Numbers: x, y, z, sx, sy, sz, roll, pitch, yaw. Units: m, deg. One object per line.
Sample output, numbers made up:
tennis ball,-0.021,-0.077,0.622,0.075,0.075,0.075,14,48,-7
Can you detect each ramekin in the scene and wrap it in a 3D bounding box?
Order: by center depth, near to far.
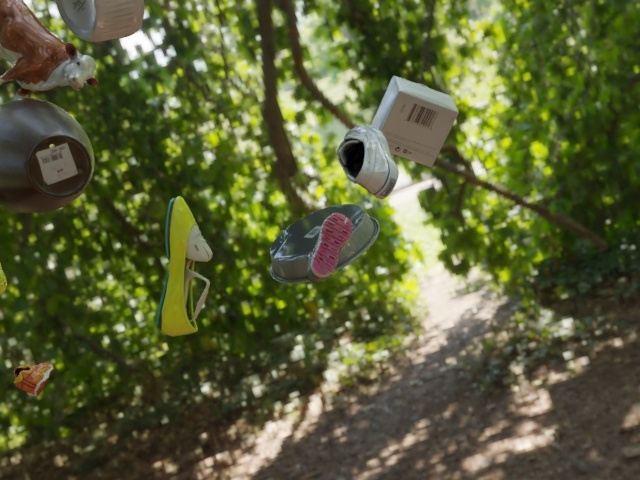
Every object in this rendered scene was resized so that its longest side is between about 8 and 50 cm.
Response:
ramekin,-0.480,-0.522,2.080,0.109,0.207,0.207,-29,10,-36

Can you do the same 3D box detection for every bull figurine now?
bull figurine,-0.573,-0.357,1.886,0.188,0.310,0.101,-38,-23,-13

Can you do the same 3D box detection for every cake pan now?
cake pan,0.000,0.000,2.379,0.293,0.054,0.293,-22,24,10

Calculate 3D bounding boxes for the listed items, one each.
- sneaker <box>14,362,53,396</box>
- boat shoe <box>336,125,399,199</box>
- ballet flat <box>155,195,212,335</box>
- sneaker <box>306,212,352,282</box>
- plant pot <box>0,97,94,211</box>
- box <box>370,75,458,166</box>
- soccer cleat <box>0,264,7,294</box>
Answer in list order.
sneaker,-0.589,0.272,1.998,0.064,0.067,0.175,-60,9,-9
boat shoe,0.076,-0.166,1.848,0.095,0.084,0.258,-60,23,14
ballet flat,-0.218,0.045,1.603,0.077,0.231,0.077,8,4,10
sneaker,0.011,0.018,1.939,0.075,0.063,0.170,-51,14,50
plant pot,-0.488,-0.141,1.722,0.215,0.215,0.230,-21,18,-24
box,0.249,-0.322,2.642,0.181,0.182,0.119,18,28,-13
soccer cleat,-0.623,0.010,1.763,0.121,0.093,0.289,-51,39,-4
